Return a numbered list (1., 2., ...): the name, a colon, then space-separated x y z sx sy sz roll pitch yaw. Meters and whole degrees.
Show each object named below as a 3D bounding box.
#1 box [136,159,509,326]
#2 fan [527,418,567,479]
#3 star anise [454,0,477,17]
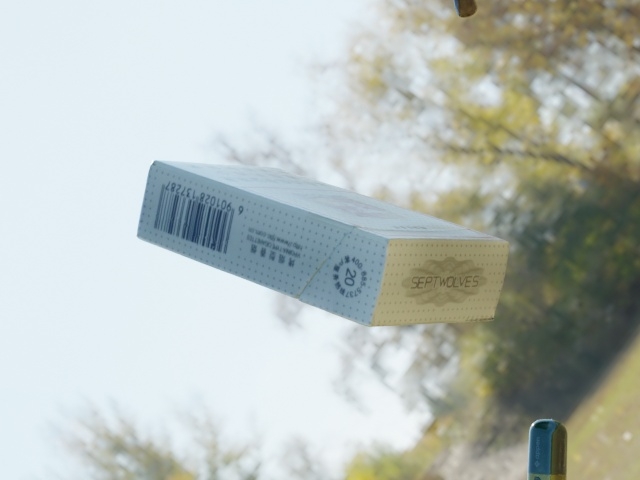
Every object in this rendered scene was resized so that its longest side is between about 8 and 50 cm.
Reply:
1. box: 0.000 -0.001 1.723 0.210 0.330 0.095 0 -76 -51
2. fan: 0.222 0.251 1.624 0.039 0.082 0.155 8 -96 -41
3. star anise: 0.052 -0.167 0.584 0.097 0.070 0.190 -91 -11 -63
